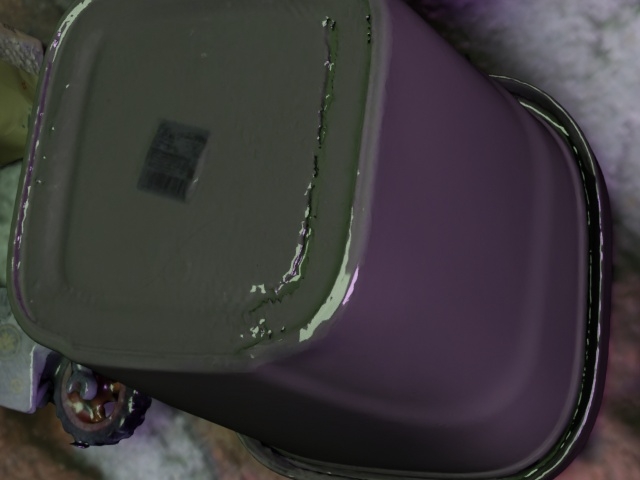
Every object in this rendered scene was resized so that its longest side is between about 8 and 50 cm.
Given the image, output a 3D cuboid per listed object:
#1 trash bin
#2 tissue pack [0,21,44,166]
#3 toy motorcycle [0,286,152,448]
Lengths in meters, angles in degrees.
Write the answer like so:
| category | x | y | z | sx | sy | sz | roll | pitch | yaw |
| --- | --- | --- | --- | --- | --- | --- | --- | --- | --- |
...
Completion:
| category | x | y | z | sx | sy | sz | roll | pitch | yaw |
| --- | --- | --- | --- | --- | --- | --- | --- | --- | --- |
| trash bin | 0.000 | 0.000 | 0.595 | 0.220 | 0.250 | 0.219 | -2 | 74 | 27 |
| tissue pack | -0.282 | -0.092 | 0.780 | 0.148 | 0.196 | 0.092 | -17 | 74 | 23 |
| toy motorcycle | -0.187 | 0.048 | 0.776 | 0.215 | 0.080 | 0.122 | 11 | 86 | 32 |
